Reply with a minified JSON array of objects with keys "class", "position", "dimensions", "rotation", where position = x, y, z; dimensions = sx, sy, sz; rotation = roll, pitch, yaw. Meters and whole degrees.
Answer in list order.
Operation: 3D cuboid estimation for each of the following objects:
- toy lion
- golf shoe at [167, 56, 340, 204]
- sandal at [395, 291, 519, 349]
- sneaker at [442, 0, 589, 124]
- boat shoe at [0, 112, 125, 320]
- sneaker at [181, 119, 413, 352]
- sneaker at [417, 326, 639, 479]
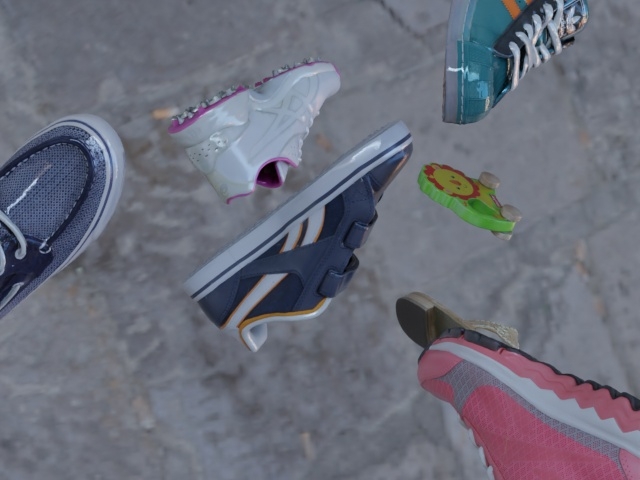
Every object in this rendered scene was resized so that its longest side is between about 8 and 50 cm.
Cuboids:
[{"class":"toy lion","position":[0.151,-0.046,1.543],"dimensions":[0.096,0.034,0.100],"rotation":[9,32,-27]},{"class":"golf shoe","position":[-0.065,-0.141,1.884],"dimensions":[0.306,0.115,0.140],"rotation":[-31,95,-47]},{"class":"sandal","position":[0.188,0.115,1.696],"dimensions":[0.079,0.240,0.088],"rotation":[-24,127,-26]},{"class":"sneaker","position":[0.195,-0.217,1.422],"dimensions":[0.108,0.121,0.302],"rotation":[88,18,-45]},{"class":"boat shoe","position":[-0.340,0.014,1.499],"dimensions":[0.127,0.340,0.158],"rotation":[44,22,4]},{"class":"sneaker","position":[0.000,0.000,1.641],"dimensions":[0.127,0.321,0.126],"rotation":[51,23,-2]},{"class":"sneaker","position":[0.163,0.163,1.134],"dimensions":[0.116,0.314,0.136],"rotation":[29,85,-36]}]
